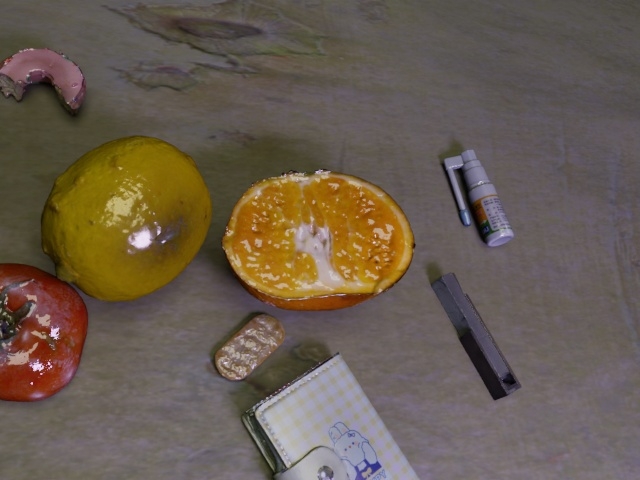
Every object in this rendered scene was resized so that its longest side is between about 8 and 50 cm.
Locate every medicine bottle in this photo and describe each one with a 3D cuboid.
[{"bbox_3d":[0.341,-0.092,1.446,0.092,0.061,0.221,-14,69,-4],"label":"medicine bottle"}]

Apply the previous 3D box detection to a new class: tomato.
[{"bbox_3d":[-0.482,0.138,1.036,0.236,0.095,0.237,7,64,-15],"label":"tomato"}]

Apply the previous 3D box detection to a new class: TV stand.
[{"bbox_3d":[0.302,0.185,1.301,0.040,0.049,0.256,-20,72,-27],"label":"TV stand"}]

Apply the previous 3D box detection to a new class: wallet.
[{"bbox_3d":[0.033,0.368,1.114,0.223,0.077,0.309,-26,76,-31],"label":"wallet"}]

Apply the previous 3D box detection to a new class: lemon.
[{"bbox_3d":[-0.313,-0.038,1.090,0.260,0.260,0.284,19,65,-9],"label":"lemon"}]

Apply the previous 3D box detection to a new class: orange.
[{"bbox_3d":[0.002,0.004,1.177,0.310,0.274,0.274,-23,71,10],"label":"orange"}]

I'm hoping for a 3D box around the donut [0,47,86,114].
[{"bbox_3d":[-0.519,-0.309,1.257,0.166,0.065,0.117,23,62,-8],"label":"donut"}]

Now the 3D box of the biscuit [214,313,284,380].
[{"bbox_3d":[-0.124,0.188,1.175,0.071,0.018,0.147,45,59,8],"label":"biscuit"}]
